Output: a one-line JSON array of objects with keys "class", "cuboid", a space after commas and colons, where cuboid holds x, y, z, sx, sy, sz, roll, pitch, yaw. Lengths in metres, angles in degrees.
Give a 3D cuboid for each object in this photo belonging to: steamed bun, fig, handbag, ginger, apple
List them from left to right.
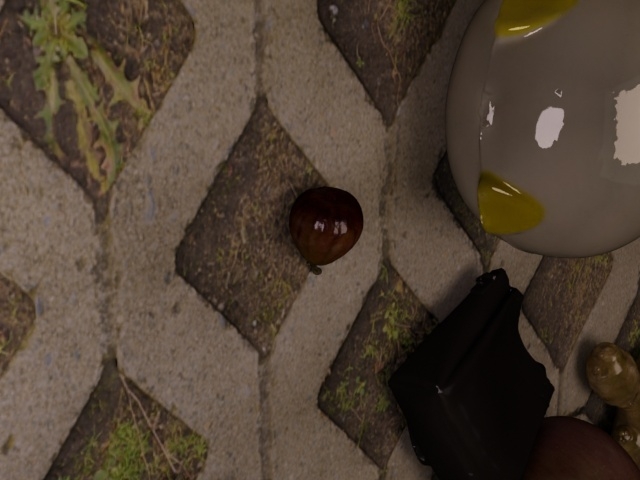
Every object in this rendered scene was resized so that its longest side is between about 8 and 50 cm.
[{"class": "fig", "cuboid": [0.000, 0.000, 1.435, 0.089, 0.089, 0.125, -21, 139, -42]}, {"class": "handbag", "cuboid": [0.227, 0.210, 1.732, 0.257, 0.113, 0.285, -51, 129, -31]}, {"class": "apple", "cuboid": [0.369, 0.415, 1.864, 0.306, 0.235, 0.305, -26, 124, -45]}, {"class": "steamed bun", "cuboid": [0.316, -0.163, 1.545, 0.334, 0.334, 0.374, -8, 104, -47]}, {"class": "ginger", "cuboid": [0.577, 0.276, 2.161, 0.363, 0.122, 0.348, -30, 127, -45]}]

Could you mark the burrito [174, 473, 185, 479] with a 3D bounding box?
[{"class": "burrito", "cuboid": [-0.203, 0.357, 1.345, 0.229, 0.058, 0.063, -50, 140, -26]}]
